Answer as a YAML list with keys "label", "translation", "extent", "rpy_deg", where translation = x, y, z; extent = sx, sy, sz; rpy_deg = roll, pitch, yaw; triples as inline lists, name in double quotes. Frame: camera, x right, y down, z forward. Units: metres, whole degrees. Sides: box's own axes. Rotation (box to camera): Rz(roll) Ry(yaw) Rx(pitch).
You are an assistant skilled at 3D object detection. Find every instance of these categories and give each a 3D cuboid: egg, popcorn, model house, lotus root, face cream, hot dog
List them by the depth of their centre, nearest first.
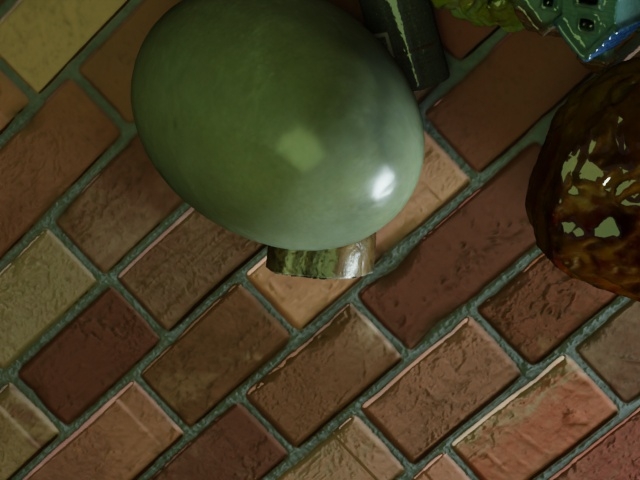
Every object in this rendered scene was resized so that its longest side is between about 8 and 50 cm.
- label: "model house"
  translation: [0.246, -0.224, 1.841]
  extent: [0.148, 0.119, 0.148]
  rpy_deg: [13, 119, 26]
- label: "hot dog"
  translation: [0.403, -0.038, 1.936]
  extent: [0.387, 0.174, 0.267]
  rpy_deg: [16, 114, -3]
- label: "popcorn"
  translation: [0.174, -0.276, 1.948]
  extent: [0.145, 0.126, 0.125]
  rpy_deg: [35, 89, 19]
- label: "egg"
  translation: [-0.047, -0.128, 1.959]
  extent: [0.352, 0.258, 0.258]
  rpy_deg: [38, 118, 36]
- label: "face cream"
  translation: [0.065, -0.292, 1.991]
  extent: [0.073, 0.073, 0.283]
  rpy_deg: [-11, 105, 19]
- label: "lotus root"
  translation: [0.001, 0.000, 2.090]
  extent: [0.122, 0.112, 0.081]
  rpy_deg: [3, 91, 16]

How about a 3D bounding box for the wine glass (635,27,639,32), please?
- label: "wine glass"
  translation: [0.339, -0.325, 1.879]
  extent: [0.103, 0.103, 0.231]
  rpy_deg: [25, 117, 6]
